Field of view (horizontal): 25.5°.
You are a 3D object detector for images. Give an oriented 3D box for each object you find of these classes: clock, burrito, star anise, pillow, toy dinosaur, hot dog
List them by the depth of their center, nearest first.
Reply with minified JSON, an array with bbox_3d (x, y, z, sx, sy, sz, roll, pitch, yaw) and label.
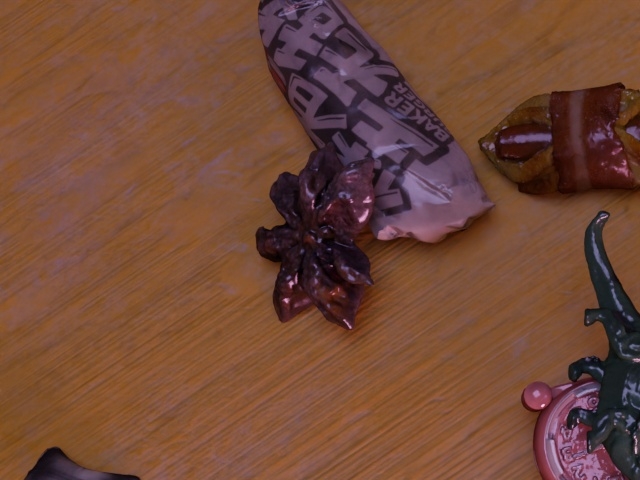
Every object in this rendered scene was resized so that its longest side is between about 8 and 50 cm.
[{"bbox_3d":[0.285,0.124,1.394,0.120,0.079,0.292,-20,70,-4],"label":"toy dinosaur"},{"bbox_3d":[0.293,0.215,1.456,0.165,0.093,0.162,-14,75,2],"label":"clock"},{"bbox_3d":[0.303,-0.114,1.574,0.261,0.093,0.123,-7,67,12],"label":"hot dog"},{"bbox_3d":[-0.276,0.283,1.588,0.135,0.055,0.091,20,73,19],"label":"pillow"},{"bbox_3d":[-0.011,-0.004,1.598,0.197,0.073,0.212,-6,84,49],"label":"star anise"},{"bbox_3d":[0.032,-0.169,1.663,0.139,0.101,0.445,-39,67,10],"label":"burrito"}]
